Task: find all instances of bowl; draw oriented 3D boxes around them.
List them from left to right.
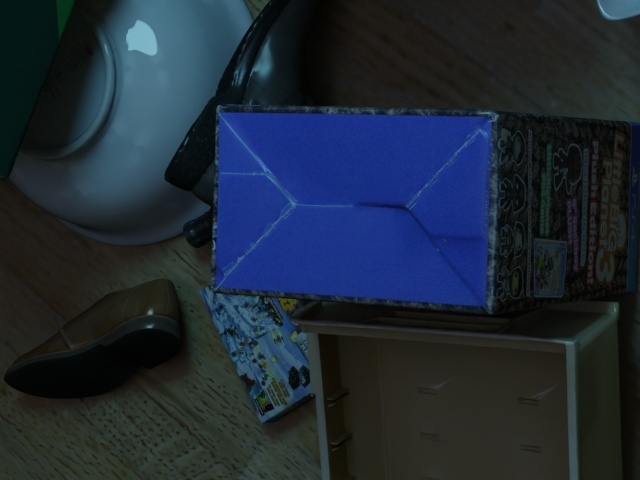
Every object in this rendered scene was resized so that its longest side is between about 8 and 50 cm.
[{"bbox_3d":[-0.210,-0.141,1.667,0.298,0.134,0.298,0,91,30],"label":"bowl"}]

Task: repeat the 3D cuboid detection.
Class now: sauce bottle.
[{"bbox_3d":[-0.068,-0.032,1.639,0.128,0.042,0.042,-29,76,29],"label":"sauce bottle"}]

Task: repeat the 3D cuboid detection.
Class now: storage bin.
[{"bbox_3d":[0.107,0.179,1.458,0.260,0.123,0.262,3,106,29],"label":"storage bin"}]

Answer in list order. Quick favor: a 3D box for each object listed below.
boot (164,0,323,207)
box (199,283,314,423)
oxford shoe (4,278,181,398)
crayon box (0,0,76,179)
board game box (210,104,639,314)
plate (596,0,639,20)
[{"bbox_3d":[-0.015,-0.106,1.583,0.161,0.083,0.246,31,71,-7],"label":"boot"},{"bbox_3d":[-0.041,0.082,1.630,0.094,0.027,0.137,-33,74,26],"label":"box"},{"bbox_3d":[-0.211,0.094,1.715,0.212,0.076,0.076,-22,49,30],"label":"oxford shoe"},{"bbox_3d":[-0.337,-0.231,1.634,0.363,0.106,0.313,12,79,55],"label":"crayon box"},{"bbox_3d":[0.090,-0.028,1.405,0.232,0.291,0.141,3,93,29],"label":"board game box"},{"bbox_3d":[0.306,-0.326,1.323,0.278,0.045,0.277,-17,79,30],"label":"plate"}]
